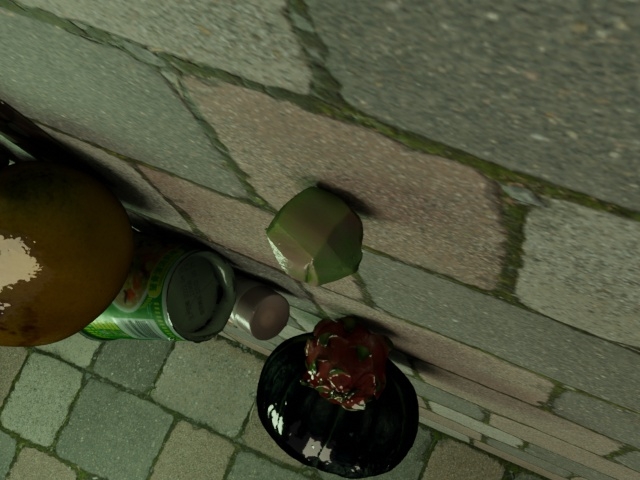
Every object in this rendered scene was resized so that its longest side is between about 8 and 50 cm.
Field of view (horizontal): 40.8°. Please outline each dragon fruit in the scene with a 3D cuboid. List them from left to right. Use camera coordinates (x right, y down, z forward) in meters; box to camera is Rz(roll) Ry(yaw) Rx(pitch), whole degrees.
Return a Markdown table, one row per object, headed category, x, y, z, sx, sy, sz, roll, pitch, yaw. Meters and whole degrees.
| category | x | y | z | sx | sy | sz | roll | pitch | yaw |
| --- | --- | --- | --- | --- | --- | --- | --- | --- | --- |
| dragon fruit | 0.042 | 0.184 | 1.382 | 0.137 | 0.135 | 0.236 | 27 | -171 | -5 |

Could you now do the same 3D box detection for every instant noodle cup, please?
| category | x | y | z | sx | sy | sz | roll | pitch | yaw |
| --- | --- | --- | --- | --- | --- | --- | --- | --- | --- |
| instant noodle cup | -0.269 | 0.077 | 1.374 | 0.233 | 0.207 | 0.207 | 6 | 159 | 40 |

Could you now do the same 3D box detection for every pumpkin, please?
| category | x | y | z | sx | sy | sz | roll | pitch | yaw |
| --- | --- | --- | --- | --- | --- | --- | --- | --- | --- |
| pumpkin | 0.036 | 0.282 | 1.556 | 0.315 | 0.238 | 0.315 | 24 | -174 | -3 |

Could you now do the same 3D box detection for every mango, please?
| category | x | y | z | sx | sy | sz | roll | pitch | yaw |
| --- | --- | --- | --- | --- | --- | --- | --- | --- | --- |
| mango | -0.390 | 0.014 | 1.171 | 0.264 | 0.221 | 0.378 | 9 | 153 | -24 |

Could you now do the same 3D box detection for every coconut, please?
| category | x | y | z | sx | sy | sz | roll | pitch | yaw |
| --- | --- | --- | --- | --- | --- | --- | --- | --- | --- |
| coconut | 0.000 | 0.000 | 0.738 | 0.081 | 0.083 | 0.082 | 33 | -167 | 13 |

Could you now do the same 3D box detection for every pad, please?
| category | x | y | z | sx | sy | sz | roll | pitch | yaw |
| --- | --- | --- | --- | --- | --- | --- | --- | --- | --- |
| pad | -0.377 | -0.134 | 1.087 | 0.158 | 0.003 | 0.235 | 19 | 167 | 27 |

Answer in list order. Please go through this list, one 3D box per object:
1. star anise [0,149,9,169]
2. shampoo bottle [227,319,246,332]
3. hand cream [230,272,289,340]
| category | x | y | z | sx | sy | sz | roll | pitch | yaw |
| --- | --- | --- | --- | --- | --- | --- | --- | --- | --- |
| star anise | -0.495 | -0.084 | 1.336 | 0.231 | 0.089 | 0.209 | 42 | 166 | -30 |
| shampoo bottle | -0.202 | 0.105 | 1.620 | 0.192 | 0.074 | 0.074 | 27 | 168 | -1 |
| hand cream | -0.153 | 0.086 | 1.467 | 0.248 | 0.083 | 0.133 | 28 | 174 | 44 |
